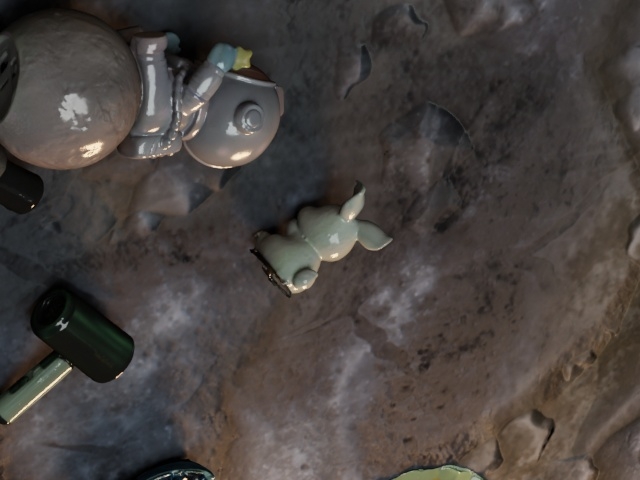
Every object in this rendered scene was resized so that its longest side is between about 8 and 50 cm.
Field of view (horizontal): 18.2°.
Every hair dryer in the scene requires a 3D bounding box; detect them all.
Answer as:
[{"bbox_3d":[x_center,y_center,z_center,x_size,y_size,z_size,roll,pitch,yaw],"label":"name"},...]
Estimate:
[{"bbox_3d":[-0.284,0.138,1.957,0.198,0.057,0.100,-42,127,10],"label":"hair dryer"}]

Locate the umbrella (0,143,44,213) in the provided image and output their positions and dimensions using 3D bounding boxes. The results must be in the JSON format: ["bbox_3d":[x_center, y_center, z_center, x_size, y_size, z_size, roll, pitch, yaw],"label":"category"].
[{"bbox_3d":[-0.381,-0.106,1.737,0.337,0.073,0.067,29,123,-37],"label":"umbrella"}]

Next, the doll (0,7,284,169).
[{"bbox_3d":[-0.158,-0.126,1.797,0.287,0.151,0.151,6,116,-33],"label":"doll"}]

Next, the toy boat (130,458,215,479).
[{"bbox_3d":[-0.174,0.275,2.085,0.137,0.061,0.060,-29,128,-9],"label":"toy boat"}]

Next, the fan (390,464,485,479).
[{"bbox_3d":[0.090,0.321,2.282,0.240,0.009,0.131,-24,125,-12],"label":"fan"}]

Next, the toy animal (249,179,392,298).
[{"bbox_3d":[-0.002,-0.002,1.996,0.124,0.085,0.071,-37,112,-8],"label":"toy animal"}]
